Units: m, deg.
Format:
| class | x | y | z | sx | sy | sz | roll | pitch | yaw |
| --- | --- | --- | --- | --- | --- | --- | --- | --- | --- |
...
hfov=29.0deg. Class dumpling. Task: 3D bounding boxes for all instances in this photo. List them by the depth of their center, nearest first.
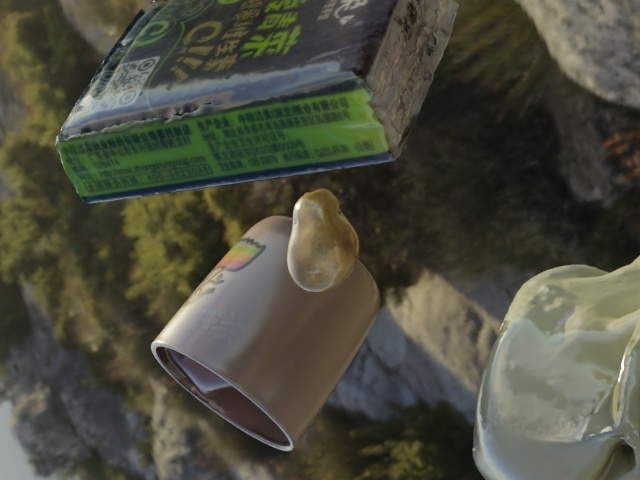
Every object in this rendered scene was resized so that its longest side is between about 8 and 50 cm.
| class | x | y | z | sx | sy | sz | roll | pitch | yaw |
| --- | --- | --- | --- | --- | --- | --- | --- | --- | --- |
| dumpling | 0.280 | 0.129 | 1.204 | 0.233 | 0.315 | 0.395 | 34 | 156 | 7 |

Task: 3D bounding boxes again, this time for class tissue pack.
| class | x | y | z | sx | sy | sz | roll | pitch | yaw |
| --- | --- | --- | --- | --- | --- | --- | --- | --- | --- |
| tissue pack | -0.041 | -0.111 | 0.813 | 0.235 | 0.173 | 0.073 | -7 | 130 | 28 |

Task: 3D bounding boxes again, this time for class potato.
| class | x | y | z | sx | sy | sz | roll | pitch | yaw |
| --- | --- | --- | --- | --- | --- | --- | --- | --- | --- |
| potato | 0.000 | 0.000 | 1.027 | 0.068 | 0.062 | 0.083 | -17 | 90 | 36 |

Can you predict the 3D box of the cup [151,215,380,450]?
| class | x | y | z | sx | sy | sz | roll | pitch | yaw |
| --- | --- | --- | --- | --- | --- | --- | --- | --- | --- |
| cup | -0.065 | 0.097 | 1.390 | 0.191 | 0.200 | 0.253 | 43 | 159 | -18 |
